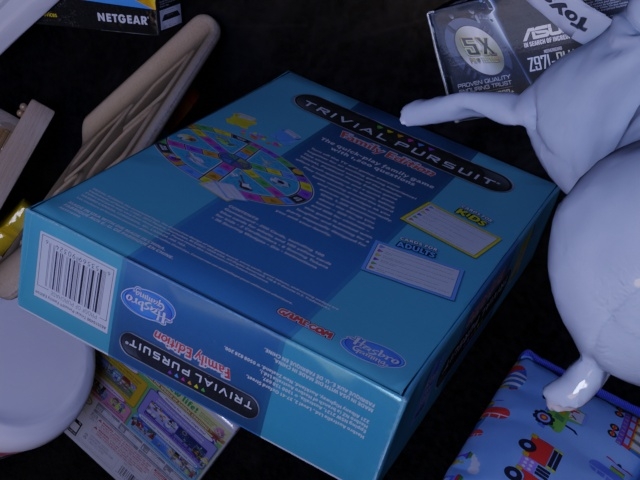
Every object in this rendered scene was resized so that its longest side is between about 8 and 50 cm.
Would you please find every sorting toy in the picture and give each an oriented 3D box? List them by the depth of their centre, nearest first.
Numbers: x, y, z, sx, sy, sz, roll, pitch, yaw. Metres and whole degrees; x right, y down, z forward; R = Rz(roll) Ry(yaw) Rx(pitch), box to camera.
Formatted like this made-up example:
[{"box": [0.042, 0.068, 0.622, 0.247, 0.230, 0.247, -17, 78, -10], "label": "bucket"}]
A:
[{"box": [-0.207, -0.049, 0.887, 0.041, 0.229, 0.307, 39, 131, -23], "label": "sorting toy"}]

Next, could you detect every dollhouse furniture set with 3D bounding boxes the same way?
[{"box": [-0.358, -0.074, 0.975, 0.123, 0.144, 0.151, 29, 156, -16], "label": "dollhouse furniture set"}]

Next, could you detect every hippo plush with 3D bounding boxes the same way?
[{"box": [0.196, -0.043, 0.470, 0.294, 0.236, 0.234, 25, 124, -1], "label": "hippo plush"}]

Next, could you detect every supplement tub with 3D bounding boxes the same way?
[{"box": [-0.381, 0.146, 1.066, 0.272, 0.191, 0.191, -24, 99, 43], "label": "supplement tub"}]

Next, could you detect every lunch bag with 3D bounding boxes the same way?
[{"box": [0.243, 0.238, 0.765, 0.293, 0.221, 0.138, 21, 121, 19], "label": "lunch bag"}]

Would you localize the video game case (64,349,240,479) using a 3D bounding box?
[{"box": [-0.205, 0.185, 1.104, 0.212, 0.023, 0.193, 40, 125, 7], "label": "video game case"}]

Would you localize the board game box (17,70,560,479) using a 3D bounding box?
[{"box": [0.000, 0.000, 0.715, 0.254, 0.336, 0.079, 26, 122, 16], "label": "board game box"}]

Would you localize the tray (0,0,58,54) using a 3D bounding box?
[{"box": [-0.266, -0.270, 0.865, 0.270, 0.030, 0.145, -29, 96, 35], "label": "tray"}]

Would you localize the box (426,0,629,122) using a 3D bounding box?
[{"box": [0.184, -0.146, 0.664, 0.180, 0.147, 0.077, -6, 110, 31], "label": "box"}]

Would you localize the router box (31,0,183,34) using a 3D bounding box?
[{"box": [-0.210, -0.256, 0.887, 0.179, 0.046, 0.133, 10, 116, 25], "label": "router box"}]
